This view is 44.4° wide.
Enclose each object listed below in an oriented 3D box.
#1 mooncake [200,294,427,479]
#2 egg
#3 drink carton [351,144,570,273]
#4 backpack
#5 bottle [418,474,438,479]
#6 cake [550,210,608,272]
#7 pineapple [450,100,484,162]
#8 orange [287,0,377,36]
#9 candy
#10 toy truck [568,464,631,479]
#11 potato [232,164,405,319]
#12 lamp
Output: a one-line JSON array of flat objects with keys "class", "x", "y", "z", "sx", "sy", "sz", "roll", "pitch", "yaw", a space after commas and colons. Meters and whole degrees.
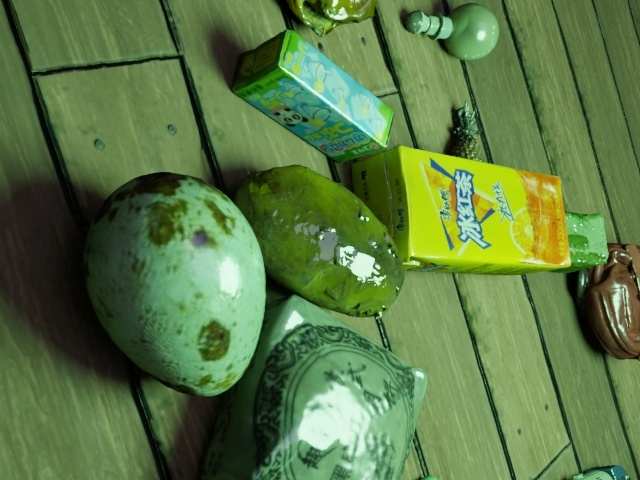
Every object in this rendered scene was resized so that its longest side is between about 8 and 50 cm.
[{"class": "mooncake", "x": 0.008, "y": 0.212, "z": 0.891, "sx": 0.250, "sy": 0.136, "sz": 0.255, "roll": 31, "pitch": 60, "yaw": -31}, {"class": "egg", "x": -0.136, "y": 0.046, "z": 0.766, "sx": 0.169, "sy": 0.169, "sz": 0.231, "roll": -30, "pitch": 111, "yaw": -43}, {"class": "drink carton", "x": 0.211, "y": -0.031, "z": 1.141, "sx": 0.351, "sy": 0.111, "sz": 0.155, "roll": 5, "pitch": 76, "yaw": -39}, {"class": "backpack", "x": 0.568, "y": 0.115, "z": 1.448, "sx": 0.229, "sy": 0.138, "sz": 0.230, "roll": 14, "pitch": 69, "yaw": -41}, {"class": "bottle", "x": 0.126, "y": 0.342, "z": 1.048, "sx": 0.083, "sy": 0.030, "sz": 0.030, "roll": -14, "pitch": 90, "yaw": -44}, {"class": "cake", "x": 0.393, "y": -0.008, "z": 1.338, "sx": 0.235, "sy": 0.099, "sz": 0.100, "roll": 11, "pitch": 72, "yaw": -41}, {"class": "pineapple", "x": 0.228, "y": -0.160, "z": 1.254, "sx": 0.058, "sy": 0.058, "sz": 0.125, "roll": 24, "pitch": 51, "yaw": -38}, {"class": "orange", "x": 0.007, "y": -0.361, "z": 1.033, "sx": 0.160, "sy": 0.112, "sz": 0.170, "roll": -5, "pitch": 123, "yaw": -45}, {"class": "candy", "x": -0.006, "y": -0.176, "z": 0.989, "sx": 0.194, "sy": 0.097, "sz": 0.062, "roll": 31, "pitch": 60, "yaw": -35}, {"class": "toy truck", "x": 0.451, "y": 0.433, "z": 1.319, "sx": 0.201, "sy": 0.074, "sz": 0.088, "roll": -1, "pitch": 73, "yaw": -44}, {"class": "potato", "x": 0.000, "y": 0.000, "z": 0.936, "sx": 0.251, "sy": 0.113, "sz": 0.149, "roll": 42, "pitch": 59, "yaw": -23}, {"class": "lamp", "x": 0.205, "y": -0.338, "z": 1.247, "sx": 0.163, "sy": 0.091, "sz": 0.091, "roll": 2, "pitch": 79, "yaw": -30}]
